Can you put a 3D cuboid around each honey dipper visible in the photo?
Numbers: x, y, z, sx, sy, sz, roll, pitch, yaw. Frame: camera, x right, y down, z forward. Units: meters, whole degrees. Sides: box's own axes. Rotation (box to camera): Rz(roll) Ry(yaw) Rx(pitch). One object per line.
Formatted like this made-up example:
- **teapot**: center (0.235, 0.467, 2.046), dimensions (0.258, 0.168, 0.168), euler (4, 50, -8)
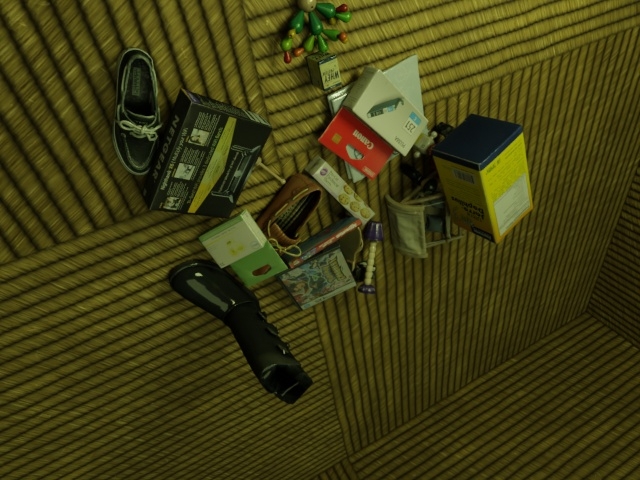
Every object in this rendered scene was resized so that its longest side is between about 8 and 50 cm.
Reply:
- **honey dipper**: center (-0.159, -0.215, 1.312), dimensions (0.030, 0.030, 0.160), euler (-49, 135, 7)

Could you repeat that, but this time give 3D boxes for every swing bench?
- **swing bench**: center (0.398, -0.086, 1.654), dimensions (0.254, 0.165, 0.253), euler (-28, 132, -12)

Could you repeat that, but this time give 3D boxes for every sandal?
- **sandal**: center (0.122, 0.014, 1.632), dimensions (0.079, 0.088, 0.240), euler (-44, 151, -42)

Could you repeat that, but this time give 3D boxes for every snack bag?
- **snack bag**: center (0.200, -0.397, 1.403), dimensions (0.342, 0.037, 0.323), euler (-33, 133, -12)

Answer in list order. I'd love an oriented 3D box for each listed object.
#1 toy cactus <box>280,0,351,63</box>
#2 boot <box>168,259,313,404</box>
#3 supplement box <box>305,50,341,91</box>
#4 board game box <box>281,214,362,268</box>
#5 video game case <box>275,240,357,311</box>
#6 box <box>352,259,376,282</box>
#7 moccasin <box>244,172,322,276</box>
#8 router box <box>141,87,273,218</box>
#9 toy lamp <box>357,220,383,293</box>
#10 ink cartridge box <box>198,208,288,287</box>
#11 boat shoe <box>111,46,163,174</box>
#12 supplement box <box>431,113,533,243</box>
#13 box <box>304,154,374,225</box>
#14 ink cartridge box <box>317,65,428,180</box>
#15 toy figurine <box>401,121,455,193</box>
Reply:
- **toy cactus**: center (-0.021, -0.570, 1.112), dimensions (0.218, 0.112, 0.181), euler (-26, 122, -3)
- **boot**: center (-0.248, 0.267, 1.307), dimensions (0.146, 0.445, 0.367), euler (-50, 132, 8)
- **supplement box**: center (0.009, -0.470, 1.198), dimensions (0.056, 0.083, 0.083), euler (-28, 132, -13)
- **board game box**: center (0.000, 0.000, 1.485), dimensions (0.281, 0.145, 0.027), euler (-32, 106, -9)
- **video game case**: center (-0.010, 0.138, 1.586), dimensions (0.248, 0.035, 0.275), euler (-25, 141, 2)
- **box**: center (0.174, 0.123, 1.737), dimensions (0.083, 0.052, 0.062), euler (-13, 125, -23)
- **moccasin**: center (-0.121, -0.029, 1.383), dimensions (0.380, 0.147, 0.139), euler (-50, 132, 8)
- **router box**: center (-0.300, -0.211, 1.144), dimensions (0.242, 0.081, 0.309), euler (5, 124, -46)
- **toy lamp**: center (0.192, 0.064, 1.651), dimensions (0.080, 0.080, 0.275), euler (1, 100, -32)
- **ink cartridge box**: center (-0.234, 0.040, 1.326), dimensions (0.171, 0.056, 0.235), euler (-25, 110, 21)
- **boat shoe**: center (-0.432, -0.290, 1.036), dimensions (0.113, 0.105, 0.307), euler (0, 121, -32)
- **supplement box**: center (0.536, -0.198, 1.420), dimensions (0.194, 0.195, 0.357), euler (-41, 131, -11)
- **box**: center (0.072, -0.162, 1.467), dimensions (0.067, 0.063, 0.324), euler (-47, 133, 3)
- **ink cartridge box**: center (0.173, -0.343, 1.350), dimensions (0.296, 0.066, 0.261), euler (26, 102, -43)
- **toy figurine**: center (0.408, -0.287, 1.508), dimensions (0.212, 0.148, 0.210), euler (-21, 138, -25)
